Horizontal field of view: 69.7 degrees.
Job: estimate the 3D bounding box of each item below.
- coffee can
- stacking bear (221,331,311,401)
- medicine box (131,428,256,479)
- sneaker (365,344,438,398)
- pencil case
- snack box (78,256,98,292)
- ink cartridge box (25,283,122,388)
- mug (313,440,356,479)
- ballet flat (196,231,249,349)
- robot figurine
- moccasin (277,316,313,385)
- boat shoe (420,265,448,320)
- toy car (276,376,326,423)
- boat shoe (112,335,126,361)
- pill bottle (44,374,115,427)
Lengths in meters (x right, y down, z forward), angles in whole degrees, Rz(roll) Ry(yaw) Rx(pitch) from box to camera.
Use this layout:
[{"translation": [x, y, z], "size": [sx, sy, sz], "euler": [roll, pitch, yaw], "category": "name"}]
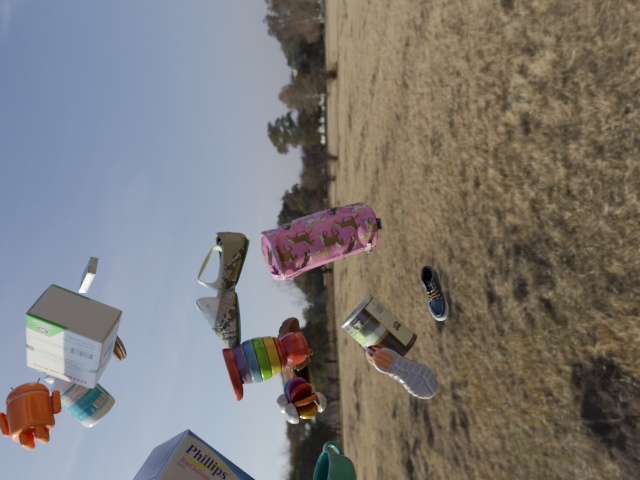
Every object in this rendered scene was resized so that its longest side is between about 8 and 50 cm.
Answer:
[{"translation": [0.259, 0.402, 2.042], "size": [0.201, 0.275, 0.201], "euler": [-47, -6, -7], "category": "coffee can"}, {"translation": [-0.181, 0.406, 1.600], "size": [0.175, 0.289, 0.164], "euler": [-124, 23, -51], "category": "stacking bear"}, {"translation": [-0.344, 0.672, 1.237], "size": [0.289, 0.263, 0.149], "euler": [-41, 12, 43], "category": "medicine box"}, {"translation": [0.320, 0.507, 1.853], "size": [0.124, 0.321, 0.180], "euler": [-54, 11, -6], "category": "sneaker"}, {"translation": [0.000, 0.000, 1.454], "size": [0.167, 0.387, 0.159], "euler": [42, 144, 53], "category": "pencil case"}, {"translation": [-1.047, 0.155, 2.075], "size": [0.141, 0.037, 0.100], "euler": [-50, 36, 30], "category": "snack box"}, {"translation": [-0.721, 0.287, 1.339], "size": [0.289, 0.211, 0.121], "euler": [-57, 13, 40], "category": "ink cartridge box"}, {"translation": [0.049, 0.677, 1.337], "size": [0.129, 0.098, 0.157], "euler": [135, 152, -65], "category": "mug"}, {"translation": [-0.381, 0.181, 1.750], "size": [0.164, 0.182, 0.482], "euler": [133, 143, -56], "category": "ballet flat"}, {"translation": [-0.936, 0.554, 1.479], "size": [0.128, 0.158, 0.219], "euler": [31, -157, -57], "category": "robot figurine"}, {"translation": [-0.096, 0.512, 1.939], "size": [0.139, 0.147, 0.379], "euler": [-1, -94, -58], "category": "moccasin"}, {"translation": [0.379, 0.177, 1.557], "size": [0.083, 0.065, 0.183], "euler": [37, -142, -47], "category": "boat shoe"}, {"translation": [-0.078, 0.585, 1.729], "size": [0.182, 0.159, 0.136], "euler": [17, 120, 60], "category": "toy car"}, {"translation": [-0.975, 0.415, 2.007], "size": [0.116, 0.123, 0.324], "euler": [-43, -61, -32], "category": "boat shoe"}, {"translation": [-0.969, 0.609, 1.842], "size": [0.264, 0.146, 0.146], "euler": [52, -168, -15], "category": "pill bottle"}]
